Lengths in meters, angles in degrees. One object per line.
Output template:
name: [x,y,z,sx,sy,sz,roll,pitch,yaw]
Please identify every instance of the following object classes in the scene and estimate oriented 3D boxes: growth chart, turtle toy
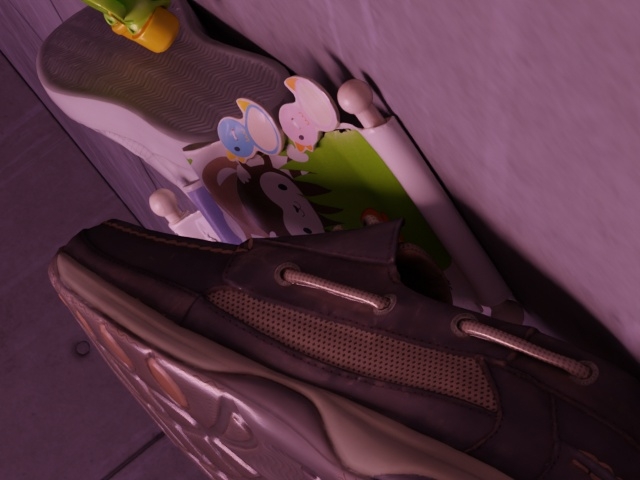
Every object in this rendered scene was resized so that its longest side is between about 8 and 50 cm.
growth chart: [0.000,0.000,0.949,0.172,0.021,0.237,49,150,-13]
turtle toy: [-0.112,-0.154,1.027,0.095,0.066,0.130,29,-179,-26]

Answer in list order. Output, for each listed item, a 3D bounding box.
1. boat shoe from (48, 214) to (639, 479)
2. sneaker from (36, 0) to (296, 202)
boat shoe: [0.014,0.063,0.867,0.355,0.130,0.132,27,154,39]
sneaker: [-0.070,-0.048,1.131,0.292,0.108,0.169,39,163,56]
